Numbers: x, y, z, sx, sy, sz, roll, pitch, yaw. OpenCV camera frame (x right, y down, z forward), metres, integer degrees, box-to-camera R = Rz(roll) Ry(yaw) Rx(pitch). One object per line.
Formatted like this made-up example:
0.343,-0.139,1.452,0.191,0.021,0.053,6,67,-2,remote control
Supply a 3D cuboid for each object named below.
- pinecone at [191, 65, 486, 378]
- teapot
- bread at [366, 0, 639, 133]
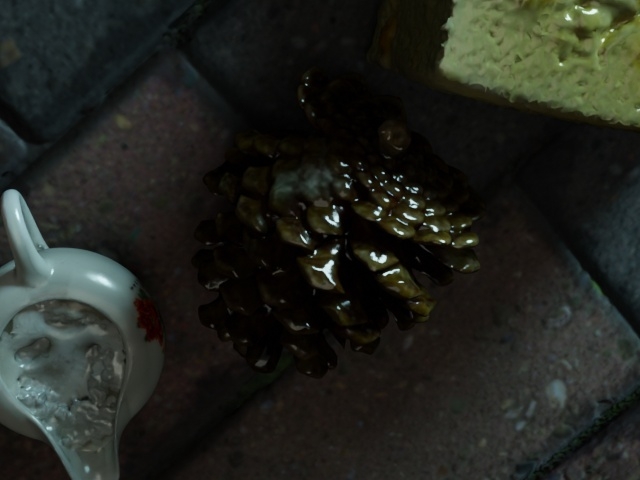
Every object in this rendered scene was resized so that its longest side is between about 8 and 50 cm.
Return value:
-0.002,-0.001,0.738,0.212,0.185,0.168,-35,129,21,pinecone
-0.189,0.066,0.771,0.145,0.092,0.226,-19,112,-6,teapot
0.183,-0.136,0.719,0.275,0.185,0.114,8,103,-13,bread
